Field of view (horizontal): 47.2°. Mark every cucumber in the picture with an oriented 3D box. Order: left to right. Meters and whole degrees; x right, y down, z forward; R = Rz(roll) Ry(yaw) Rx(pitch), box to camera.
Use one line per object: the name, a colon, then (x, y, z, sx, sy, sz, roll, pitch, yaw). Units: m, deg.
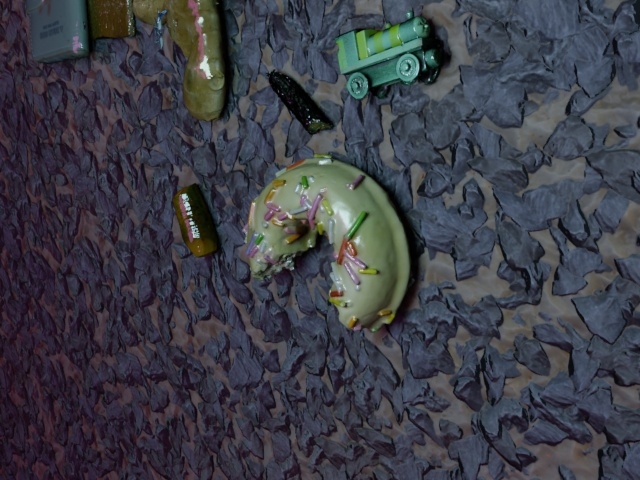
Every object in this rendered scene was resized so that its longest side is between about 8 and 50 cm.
cucumber: (-0.046, -0.277, 1.464, 0.181, 0.053, 0.053, 51, 128, 20)

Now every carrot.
carrot: (-0.296, -0.045, 1.716, 0.082, 0.082, 0.173, -23, 90, 42)

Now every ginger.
ginger: (-0.261, -0.471, 1.547, 0.348, 0.122, 0.363, -44, 62, 48)

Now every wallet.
wallet: (-0.672, -0.634, 1.867, 0.252, 0.083, 0.360, 2, 95, 43)

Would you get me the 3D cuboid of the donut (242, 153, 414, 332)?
donut: (0.007, -0.003, 1.423, 0.371, 0.150, 0.307, 27, 118, 33)

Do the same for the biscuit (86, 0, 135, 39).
biscuit: (-0.537, -0.566, 1.816, 0.237, 0.026, 0.131, 11, 106, 40)

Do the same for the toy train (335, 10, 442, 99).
toy train: (0.120, -0.324, 1.288, 0.200, 0.083, 0.132, -9, 92, 41)

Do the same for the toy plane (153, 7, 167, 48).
toy plane: (-0.342, -0.450, 1.556, 0.078, 0.024, 0.084, 54, 138, 49)
